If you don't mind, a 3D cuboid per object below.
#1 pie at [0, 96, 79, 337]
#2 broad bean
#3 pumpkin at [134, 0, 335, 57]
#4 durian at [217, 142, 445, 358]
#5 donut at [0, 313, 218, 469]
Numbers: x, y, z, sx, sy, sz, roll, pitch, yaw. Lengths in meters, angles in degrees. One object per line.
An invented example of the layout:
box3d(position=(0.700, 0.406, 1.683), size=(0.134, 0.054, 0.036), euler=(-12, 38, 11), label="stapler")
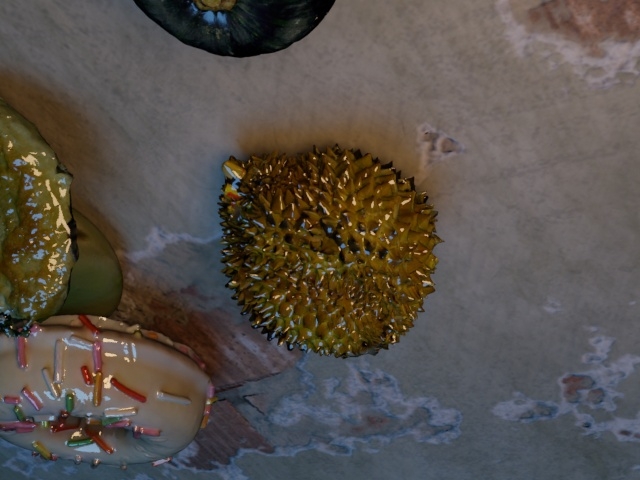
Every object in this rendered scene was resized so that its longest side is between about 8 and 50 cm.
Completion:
box3d(position=(-0.456, -0.049, 1.334), size=(0.371, 0.078, 0.296), euler=(22, 109, 18), label="pie")
box3d(position=(-0.371, 0.034, 1.496), size=(0.189, 0.121, 0.263), euler=(-2, 151, 7), label="broad bean")
box3d(position=(-0.087, -0.287, 1.039), size=(0.233, 0.163, 0.233), euler=(8, 139, 7), label="pumpkin")
box3d(position=(0.003, 0.007, 1.290), size=(0.293, 0.258, 0.258), euler=(15, 140, 21), label="durian")
box3d(position=(-0.345, 0.238, 1.612), size=(0.383, 0.142, 0.382), euler=(3, 153, 1), label="donut")
